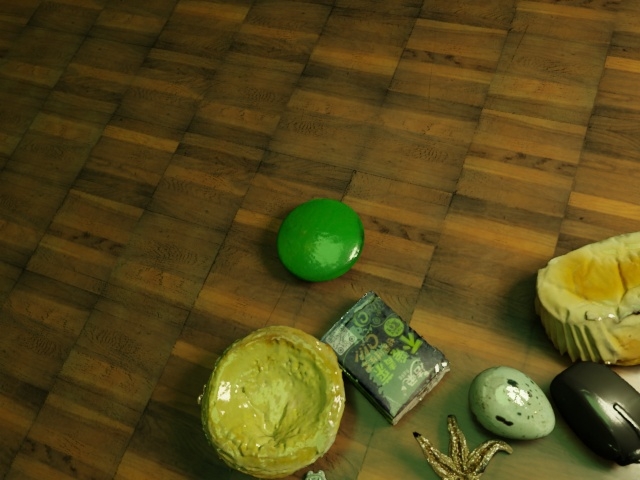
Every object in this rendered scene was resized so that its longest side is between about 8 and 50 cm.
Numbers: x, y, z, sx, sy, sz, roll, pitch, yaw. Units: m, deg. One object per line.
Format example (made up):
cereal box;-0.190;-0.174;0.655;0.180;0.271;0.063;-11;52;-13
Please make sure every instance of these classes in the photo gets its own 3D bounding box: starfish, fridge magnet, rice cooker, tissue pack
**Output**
starfish;0.270;0.446;1.177;0.213;0.057;0.238;-38;70;-12
fridge magnet;0.000;0.000;1.427;0.208;0.088;0.208;-6;64;11
rice cooker;0.521;0.314;1.133;0.118;0.142;0.203;-35;68;-17
tissue pack;0.128;0.240;1.294;0.173;0.073;0.235;-44;64;-9

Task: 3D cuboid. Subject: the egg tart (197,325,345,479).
egg tart;-0.090;0.331;1.276;0.315;0.120;0.315;-5;67;11

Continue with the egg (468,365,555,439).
egg;0.363;0.310;1.173;0.164;0.131;0.131;21;72;24

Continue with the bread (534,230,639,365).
bread;0.620;0.113;1.199;0.388;0.183;0.236;-12;49;14

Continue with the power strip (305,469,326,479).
power strip;-0.011;0.499;1.227;0.055;0.035;0.083;-7;62;10
